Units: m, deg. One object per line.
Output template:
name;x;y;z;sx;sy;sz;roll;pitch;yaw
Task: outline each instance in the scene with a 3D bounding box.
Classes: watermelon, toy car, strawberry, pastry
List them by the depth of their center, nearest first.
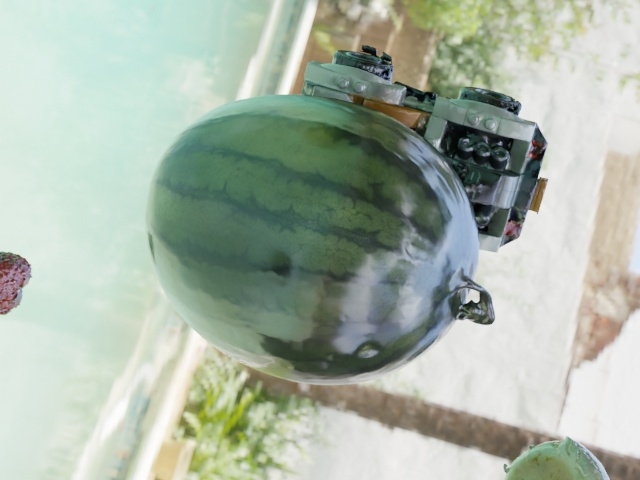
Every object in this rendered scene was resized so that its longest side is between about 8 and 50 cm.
watermelon;0.000;0.000;1.138;0.279;0.359;0.279;-40;139;-48
toy car;0.106;-0.098;1.299;0.118;0.301;0.193;-39;146;-69
strawberry;-0.410;0.050;1.441;0.083;0.096;0.083;-16;-109;54
pastry;0.302;0.331;1.478;0.088;0.166;0.166;23;80;-47
